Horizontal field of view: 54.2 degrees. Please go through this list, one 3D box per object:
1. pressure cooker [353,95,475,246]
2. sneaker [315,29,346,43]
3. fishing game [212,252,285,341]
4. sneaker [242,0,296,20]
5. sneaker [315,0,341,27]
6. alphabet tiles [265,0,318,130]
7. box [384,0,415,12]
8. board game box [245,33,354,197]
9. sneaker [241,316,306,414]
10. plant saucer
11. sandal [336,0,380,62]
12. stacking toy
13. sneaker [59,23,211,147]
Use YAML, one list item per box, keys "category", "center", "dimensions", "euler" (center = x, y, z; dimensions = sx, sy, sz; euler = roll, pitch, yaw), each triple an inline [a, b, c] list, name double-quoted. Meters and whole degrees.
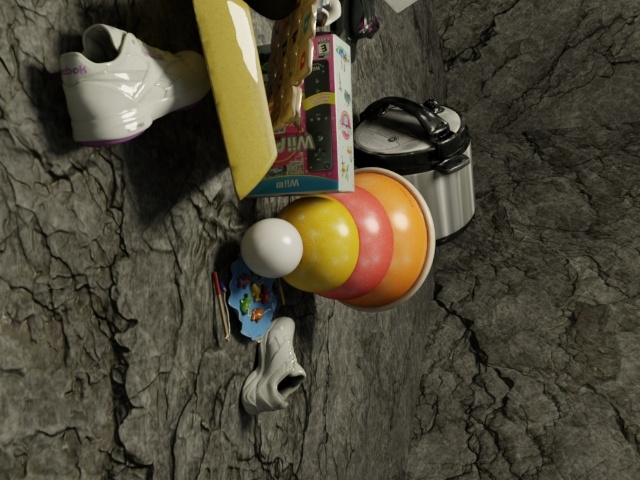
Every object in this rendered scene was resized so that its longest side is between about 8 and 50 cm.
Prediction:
- category: "pressure cooker"
  center: [0.272, -0.231, 1.893]
  dimensions: [0.375, 0.370, 0.420]
  euler: [-69, 153, -51]
- category: "sneaker"
  center: [-0.006, -0.483, 1.573]
  dimensions: [0.286, 0.130, 0.108]
  euler: [-96, -172, -81]
- category: "fishing game"
  center: [-0.131, 0.112, 1.289]
  dimensions: [0.264, 0.041, 0.189]
  euler: [-17, 98, -67]
- category: "sneaker"
  center: [-0.184, -0.481, 1.023]
  dimensions: [0.330, 0.122, 0.146]
  euler: [46, 48, -10]
- category: "sneaker"
  center: [-0.054, -0.570, 1.434]
  dimensions: [0.321, 0.128, 0.126]
  euler: [-15, 104, -66]
- category: "alphabet tiles"
  center: [-0.050, -0.340, 1.101]
  dimensions: [0.278, 0.021, 0.283]
  euler: [176, -80, -72]
- category: "box"
  center: [0.199, -0.881, 1.899]
  dimensions: [0.345, 0.168, 0.214]
  euler: [5, 61, -62]
- category: "board game box"
  center: [-0.054, -0.242, 1.273]
  dimensions: [0.097, 0.224, 0.303]
  euler: [-6, 94, -69]
- category: "sneaker"
  center: [-0.077, 0.264, 1.320]
  dimensions: [0.090, 0.115, 0.232]
  euler: [63, 33, -44]
- category: "plant saucer"
  center: [-0.140, -0.269, 1.063]
  dimensions: [0.332, 0.081, 0.332]
  euler: [-110, -170, -69]
- category: "sandal"
  center: [0.129, -0.717, 1.919]
  dimensions: [0.167, 0.107, 0.445]
  euler: [64, 31, -47]
- category: "stacking toy"
  center: [0.000, 0.000, 1.357]
  dimensions: [0.480, 0.351, 0.350]
  euler: [-1, 89, -54]
- category: "sneaker"
  center: [-0.257, -0.250, 0.912]
  dimensions: [0.305, 0.114, 0.152]
  euler: [-57, 141, -55]
